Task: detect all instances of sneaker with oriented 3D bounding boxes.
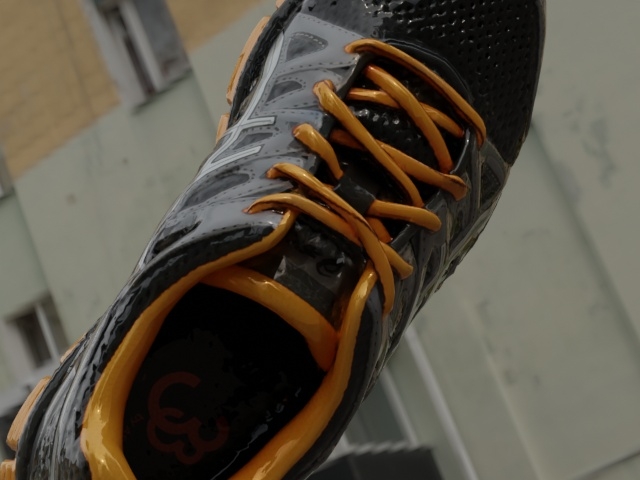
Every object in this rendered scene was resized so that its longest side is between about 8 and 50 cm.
[{"bbox_3d":[0.000,0.000,0.426,0.215,0.084,0.083,-59,8,-13],"label":"sneaker"}]
